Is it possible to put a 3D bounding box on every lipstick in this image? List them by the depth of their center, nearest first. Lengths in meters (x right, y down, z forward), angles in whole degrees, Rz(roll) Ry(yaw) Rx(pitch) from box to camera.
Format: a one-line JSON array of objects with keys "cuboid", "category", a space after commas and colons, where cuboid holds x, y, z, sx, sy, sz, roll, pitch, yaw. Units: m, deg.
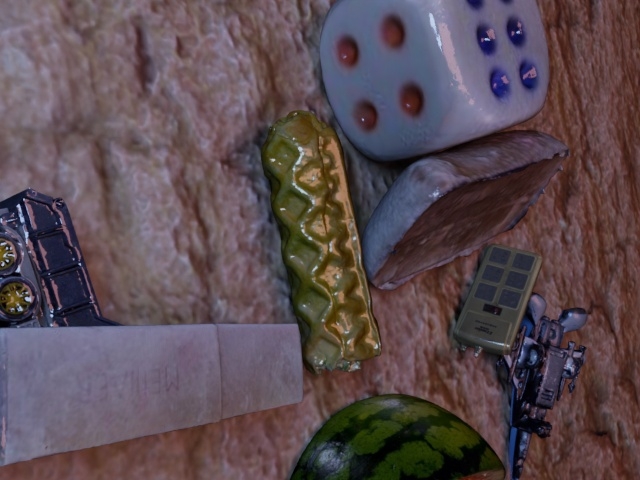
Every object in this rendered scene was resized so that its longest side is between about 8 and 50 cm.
[{"cuboid": [-0.140, 0.097, 0.499, 0.371, 0.079, 0.076, 11, 73, -60], "category": "lipstick"}]

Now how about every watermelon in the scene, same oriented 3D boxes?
[{"cuboid": [0.106, 0.250, 0.766, 0.303, 0.128, 0.159, -4, 87, -39], "category": "watermelon"}]

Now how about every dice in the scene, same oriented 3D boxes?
[{"cuboid": [0.125, -0.201, 0.804, 0.194, 0.191, 0.193, -21, 96, -37], "category": "dice"}]

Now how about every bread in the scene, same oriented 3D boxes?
[{"cuboid": [-0.001, 0.000, 0.740, 0.098, 0.087, 0.270, -14, 94, -39], "category": "bread"}]

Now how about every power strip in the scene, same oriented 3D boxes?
[{"cuboid": [0.227, 0.078, 0.925, 0.169, 0.076, 0.028, -62, 153, -28], "category": "power strip"}]

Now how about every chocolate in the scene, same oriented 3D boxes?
[{"cuboid": [0.161, -0.052, 0.841, 0.303, 0.185, 0.100, -22, 67, -42], "category": "chocolate"}]

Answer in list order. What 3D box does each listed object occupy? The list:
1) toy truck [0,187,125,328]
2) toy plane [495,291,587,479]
[{"cuboid": [-0.217, 0.060, 0.558, 0.092, 0.083, 0.192, -21, 96, -44], "category": "toy truck"}, {"cuboid": [0.285, 0.198, 0.951, 0.169, 0.078, 0.247, 19, 73, -26], "category": "toy plane"}]
